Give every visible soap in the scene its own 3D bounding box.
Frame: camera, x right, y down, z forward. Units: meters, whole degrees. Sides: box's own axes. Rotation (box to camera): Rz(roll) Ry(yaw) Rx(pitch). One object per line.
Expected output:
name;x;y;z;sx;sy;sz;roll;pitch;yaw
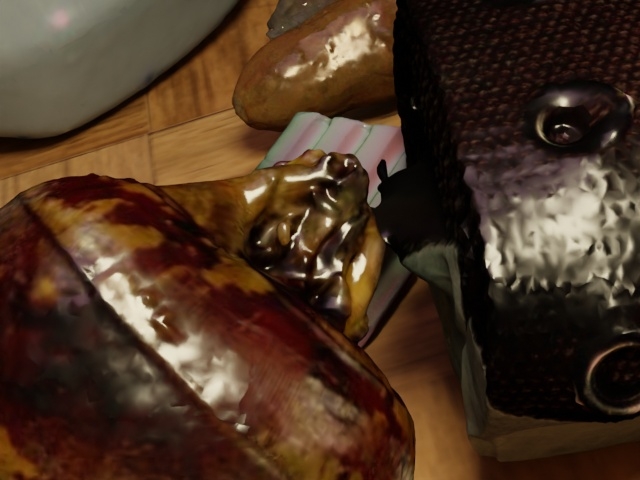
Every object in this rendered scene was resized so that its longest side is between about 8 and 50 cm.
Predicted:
soap;0.000;0.000;0.929;0.100;0.056;0.149;10;47;30

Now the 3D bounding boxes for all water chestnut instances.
water chestnut;-0.056;0.065;0.726;0.238;0.223;0.224;-49;40;-6

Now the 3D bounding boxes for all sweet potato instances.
sweet potato;0.112;-0.151;1.067;0.355;0.106;0.095;-31;46;4

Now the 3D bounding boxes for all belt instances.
belt;0.098;-0.019;0.805;0.164;0.184;0.289;-8;33;-1

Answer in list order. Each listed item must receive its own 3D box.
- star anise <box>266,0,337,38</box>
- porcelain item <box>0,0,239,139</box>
star anise;0.051;-0.196;1.189;0.195;0.065;0.182;10;43;32
porcelain item;-0.196;-0.194;1.196;0.405;0.178;0.242;-35;36;-21
